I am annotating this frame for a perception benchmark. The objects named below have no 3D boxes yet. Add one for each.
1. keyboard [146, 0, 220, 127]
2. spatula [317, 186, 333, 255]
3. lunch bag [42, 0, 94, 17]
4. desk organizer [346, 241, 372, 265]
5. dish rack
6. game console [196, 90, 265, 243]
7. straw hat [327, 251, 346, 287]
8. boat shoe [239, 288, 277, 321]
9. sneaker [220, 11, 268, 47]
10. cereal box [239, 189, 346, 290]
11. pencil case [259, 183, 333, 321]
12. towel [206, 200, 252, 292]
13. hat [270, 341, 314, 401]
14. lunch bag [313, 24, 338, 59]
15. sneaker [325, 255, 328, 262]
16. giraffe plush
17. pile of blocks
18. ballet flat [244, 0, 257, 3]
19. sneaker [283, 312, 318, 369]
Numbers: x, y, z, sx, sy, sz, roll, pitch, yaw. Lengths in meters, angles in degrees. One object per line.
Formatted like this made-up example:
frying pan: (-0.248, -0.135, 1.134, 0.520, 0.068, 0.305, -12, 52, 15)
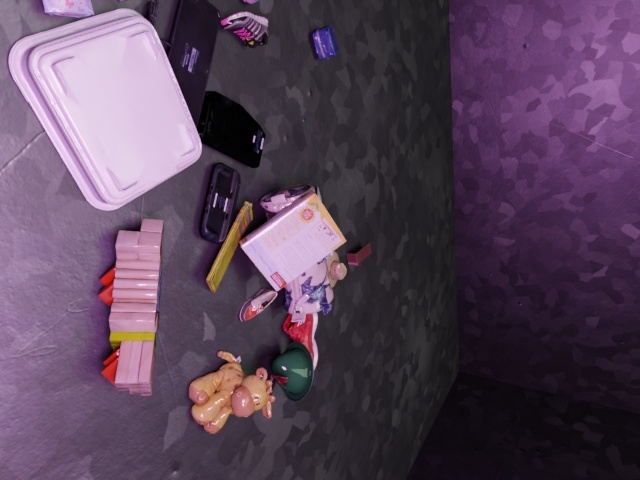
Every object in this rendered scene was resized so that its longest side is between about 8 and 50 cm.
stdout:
keyboard: (-0.322, -0.419, 1.008, 0.201, 0.033, 0.317, 23, 75, -58)
spatula: (0.020, -0.061, 1.492, 0.242, 0.019, 0.168, -94, 168, -61)
lunch bag: (-0.447, -0.428, 0.788, 0.083, 0.053, 0.071, -44, 133, -59)
desk organizer: (0.155, 0.051, 1.817, 0.130, 0.047, 0.050, -35, 121, -51)
dish rack: (-0.374, -0.249, 0.881, 0.285, 0.072, 0.333, -44, 131, -36)
game console: (-0.247, -0.175, 1.154, 0.213, 0.043, 0.362, 21, 76, -55)
straw hat: (0.062, 0.110, 1.665, 0.144, 0.061, 0.145, -14, 107, -56)
boat shoe: (-0.179, 0.186, 1.314, 0.137, 0.043, 0.049, -43, 131, -45)
sneaker: (-0.186, -0.536, 1.170, 0.170, 0.063, 0.075, -32, 115, -57)
cereal box: (-0.072, 0.002, 1.225, 0.240, 0.047, 0.173, -35, 117, -2)
pencil case: (-0.065, 0.030, 1.355, 0.183, 0.159, 0.411, -78, 160, -64)
towel: (-0.231, 0.018, 1.186, 0.102, 0.021, 0.237, 97, 14, -65)
hat: (-0.136, 0.380, 1.332, 0.183, 0.208, 0.173, 10, 41, -37)
lunch bag: (0.014, -0.636, 1.473, 0.067, 0.065, 0.098, -69, 147, -50)
sneaker: (0.000, 0.000, 1.547, 0.083, 0.071, 0.191, -39, 127, -56)
giraffe plush: (-0.208, 0.399, 1.180, 0.210, 0.170, 0.181, -57, 138, -36)
pile of blocks: (-0.393, 0.135, 0.937, 0.112, 0.149, 0.362, 4, 80, -15)
ballet flat: (-0.173, -0.721, 1.148, 0.077, 0.079, 0.222, -25, 115, -53)
sneaker: (-0.076, 0.329, 1.482, 0.128, 0.087, 0.221, 13, 71, -49)
